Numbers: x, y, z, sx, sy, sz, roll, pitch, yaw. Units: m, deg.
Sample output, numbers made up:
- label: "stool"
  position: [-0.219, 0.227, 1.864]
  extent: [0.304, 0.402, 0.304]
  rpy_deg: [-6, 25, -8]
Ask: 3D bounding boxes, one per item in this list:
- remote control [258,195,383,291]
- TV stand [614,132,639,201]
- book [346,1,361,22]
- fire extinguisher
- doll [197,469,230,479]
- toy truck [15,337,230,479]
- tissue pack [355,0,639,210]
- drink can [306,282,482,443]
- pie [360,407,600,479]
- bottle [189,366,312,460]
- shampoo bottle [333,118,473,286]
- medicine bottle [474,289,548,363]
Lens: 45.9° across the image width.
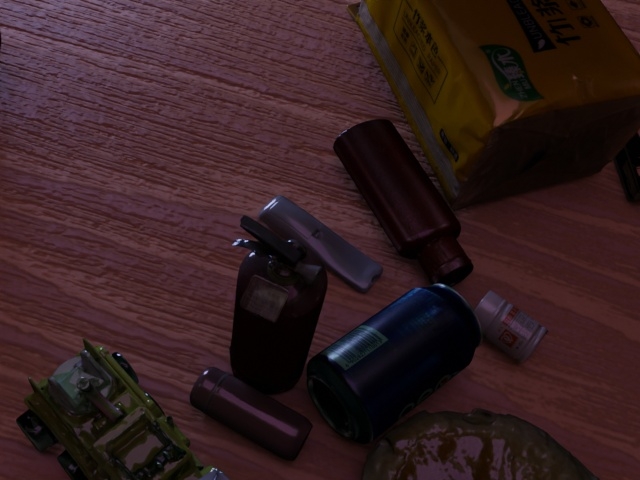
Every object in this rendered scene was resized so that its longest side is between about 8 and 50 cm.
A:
- label: "remote control"
  position: [0.000, 0.000, 1.018]
  extent: [0.184, 0.027, 0.050]
  rpy_deg: [35, 59, 13]
- label: "TV stand"
  position: [0.478, -0.166, 1.196]
  extent: [0.036, 0.042, 0.249]
  rpy_deg: [0, 57, -6]
- label: "book"
  position: [0.134, -0.352, 1.277]
  extent: [0.118, 0.012, 0.172]
  rpy_deg: [-20, 62, -21]
- label: "fire extinguisher"
  position: [-0.052, 0.074, 0.816]
  extent: [0.105, 0.269, 0.104]
  rpy_deg: [4, 57, -6]
- label: "doll"
  position: [-0.021, 0.342, 0.705]
  extent: [0.290, 0.130, 0.161]
  rpy_deg: [49, 19, -9]
- label: "toy truck"
  position: [-0.200, 0.217, 0.782]
  extent: [0.128, 0.135, 0.259]
  rpy_deg: [-37, 73, -27]
- label: "tissue pack"
  position: [0.257, -0.274, 1.111]
  extent: [0.293, 0.228, 0.381]
  rpy_deg: [-13, 65, -19]
- label: "drink can"
  position: [0.088, 0.140, 0.888]
  extent: [0.205, 0.118, 0.118]
  rpy_deg: [-31, 67, -24]
- label: "pie"
  position: [0.184, 0.321, 0.814]
  extent: [0.307, 0.071, 0.306]
  rpy_deg: [3, 60, -5]
- label: "bottle"
  position: [-0.080, 0.196, 0.862]
  extent: [0.140, 0.053, 0.053]
  rpy_deg: [28, 57, 8]
- label: "shampoo bottle"
  position: [0.119, -0.052, 1.050]
  extent: [0.102, 0.064, 0.260]
  rpy_deg: [-17, 62, -23]
- label: "medicine bottle"
  position: [0.238, 0.110, 0.968]
  extent: [0.089, 0.057, 0.057]
  rpy_deg: [36, 59, 15]
